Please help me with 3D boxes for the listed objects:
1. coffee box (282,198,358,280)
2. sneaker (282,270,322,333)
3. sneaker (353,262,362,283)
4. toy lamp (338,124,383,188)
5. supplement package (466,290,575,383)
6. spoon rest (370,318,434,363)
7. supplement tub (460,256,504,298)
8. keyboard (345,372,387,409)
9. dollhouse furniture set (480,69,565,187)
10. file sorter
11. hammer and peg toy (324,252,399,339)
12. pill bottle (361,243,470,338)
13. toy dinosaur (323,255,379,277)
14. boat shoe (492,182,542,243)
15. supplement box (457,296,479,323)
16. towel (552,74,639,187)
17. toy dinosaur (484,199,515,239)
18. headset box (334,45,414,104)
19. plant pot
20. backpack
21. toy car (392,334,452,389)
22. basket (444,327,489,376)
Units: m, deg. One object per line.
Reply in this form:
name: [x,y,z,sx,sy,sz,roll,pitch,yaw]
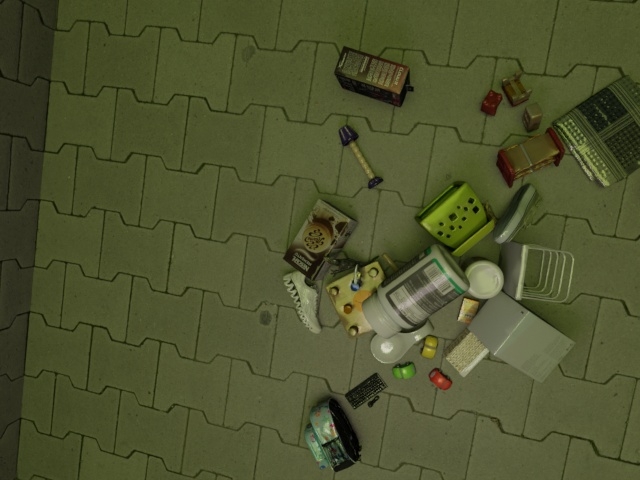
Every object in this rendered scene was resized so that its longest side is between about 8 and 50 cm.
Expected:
coffee box: [0.000,0.000,1.840,0.168,0.119,0.297,34,99,20]
sneaker: [-0.053,0.260,1.896,0.118,0.110,0.292,-25,89,3]
sneaker: [0.151,0.132,1.756,0.035,0.031,0.083,3,97,-2]
toy lamp: [0.162,-0.347,1.822,0.080,0.080,0.274,-30,90,12]
supplement package: [0.738,0.351,1.645,0.263,0.198,0.199,31,100,-19]
spoon rest: [0.336,0.412,1.834,0.276,0.084,0.137,-30,87,11]
supplement tub: [0.612,0.137,1.700,0.144,0.200,0.144,1,94,12]
keyboard: [0.204,0.663,1.909,0.180,0.023,0.108,-39,86,12]
dollhouse furniture set: [0.739,-0.421,1.686,0.201,0.152,0.374,-23,72,12]
file sorter: [0.777,0.107,1.631,0.173,0.278,0.193,7,95,7]
hammer and peg toy: [0.225,0.218,1.822,0.361,0.127,0.266,-28,86,11]
pill bottle: [0.339,0.192,1.616,0.361,0.204,0.204,-39,86,20]
toy dinosaur: [0.110,0.101,1.824,0.118,0.268,0.064,-37,61,48]
boat shoe: [0.748,-0.090,1.651,0.094,0.109,0.302,41,67,-2]
supplement box: [0.598,0.284,1.796,0.062,0.036,0.098,14,97,11]
towel: [1.094,-0.399,1.652,0.312,0.056,0.324,-34,85,9]
toy dinosaur: [0.678,-0.069,1.727,0.053,0.092,0.183,-34,87,12]
headset box: [0.220,-0.624,1.718,0.293,0.218,0.110,22,98,10]
plant pot: [0.518,-0.077,1.698,0.227,0.228,0.207,-42,91,11]
backpack: [0.041,0.802,1.850,0.191,0.225,0.253,-23,85,7]
toy car: [0.410,0.534,1.842,0.225,0.053,0.239,-18,90,12]
basket: [0.584,0.440,1.772,0.103,0.113,0.167,41,100,8]
